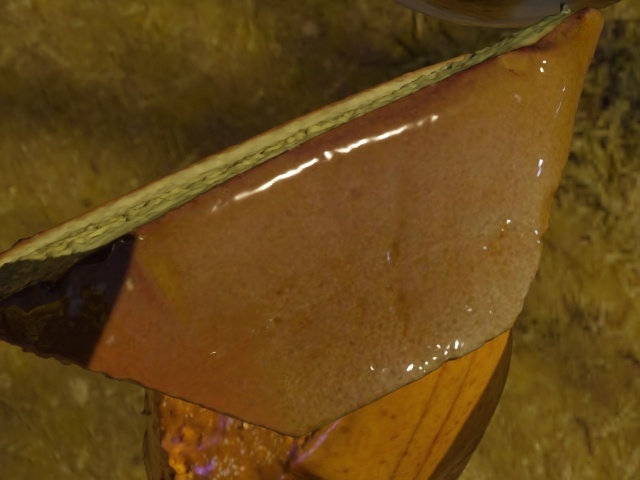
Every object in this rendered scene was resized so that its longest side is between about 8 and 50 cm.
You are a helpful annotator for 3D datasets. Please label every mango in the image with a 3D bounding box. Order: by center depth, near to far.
[{"bbox_3d":[-0.006,0.091,0.892,0.201,0.350,0.199,38,38,6],"label":"mango"}]

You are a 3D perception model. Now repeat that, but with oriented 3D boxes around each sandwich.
[{"bbox_3d":[0.000,0.000,0.555,0.258,0.096,0.094,-24,18,-20],"label":"sandwich"}]

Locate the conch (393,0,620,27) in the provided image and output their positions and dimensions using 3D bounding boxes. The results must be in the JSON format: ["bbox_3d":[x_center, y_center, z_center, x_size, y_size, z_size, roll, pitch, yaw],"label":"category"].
[{"bbox_3d":[0.105,-0.241,0.896,0.249,0.197,0.368,-34,47,-13],"label":"conch"}]
